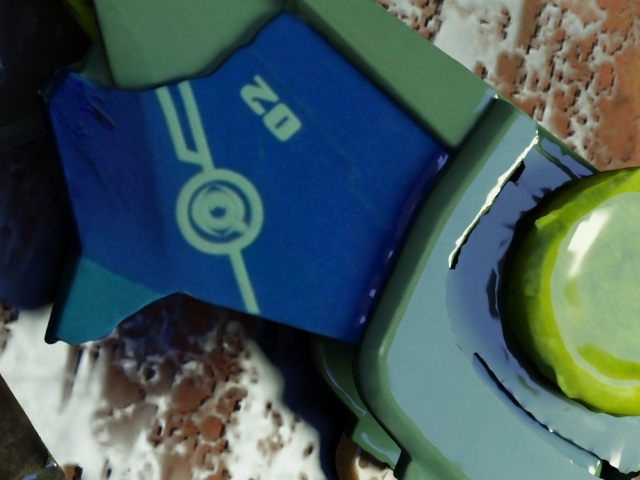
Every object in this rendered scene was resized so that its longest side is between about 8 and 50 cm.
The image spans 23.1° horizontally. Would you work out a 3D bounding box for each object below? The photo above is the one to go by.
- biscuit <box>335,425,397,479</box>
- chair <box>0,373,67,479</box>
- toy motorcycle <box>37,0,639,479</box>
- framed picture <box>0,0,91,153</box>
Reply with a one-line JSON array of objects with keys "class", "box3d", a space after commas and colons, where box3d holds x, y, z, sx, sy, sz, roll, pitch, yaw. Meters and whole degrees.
[{"class": "biscuit", "box3d": [0.068, 0.133, 0.785, 0.162, 0.035, 0.250, 48, 72, -14]}, {"class": "chair", "box3d": [-0.247, 0.022, 0.543, 0.203, 0.416, 0.240, -31, 150, -15]}, {"class": "toy motorcycle", "box3d": [0.000, 0.000, 0.661, 0.326, 0.191, 0.200, 35, 85, -5]}, {"class": "framed picture", "box3d": [-0.168, -0.172, 0.659, 0.209, 0.019, 0.281, -24, 103, -24]}]
